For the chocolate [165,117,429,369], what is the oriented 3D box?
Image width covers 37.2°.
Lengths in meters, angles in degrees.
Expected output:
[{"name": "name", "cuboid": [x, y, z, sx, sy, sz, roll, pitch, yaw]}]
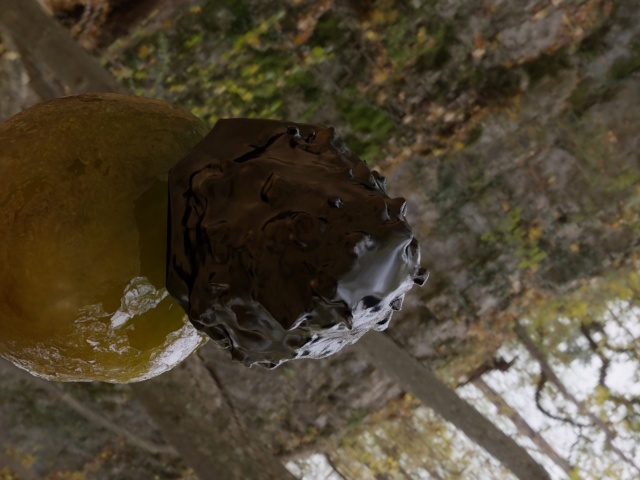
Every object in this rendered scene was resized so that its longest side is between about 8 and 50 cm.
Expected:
[{"name": "chocolate", "cuboid": [0.000, 0.000, 0.518, 0.156, 0.156, 0.133, -49, -165, -17]}]

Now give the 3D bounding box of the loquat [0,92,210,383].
[{"name": "loquat", "cuboid": [-0.173, 0.004, 0.667, 0.246, 0.213, 0.213, -22, -159, -10]}]
